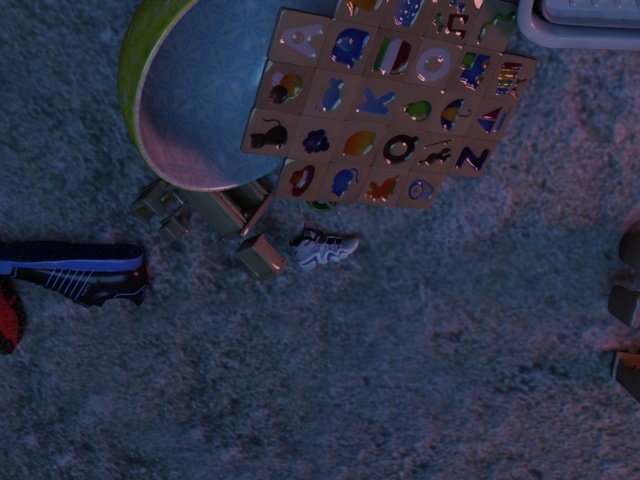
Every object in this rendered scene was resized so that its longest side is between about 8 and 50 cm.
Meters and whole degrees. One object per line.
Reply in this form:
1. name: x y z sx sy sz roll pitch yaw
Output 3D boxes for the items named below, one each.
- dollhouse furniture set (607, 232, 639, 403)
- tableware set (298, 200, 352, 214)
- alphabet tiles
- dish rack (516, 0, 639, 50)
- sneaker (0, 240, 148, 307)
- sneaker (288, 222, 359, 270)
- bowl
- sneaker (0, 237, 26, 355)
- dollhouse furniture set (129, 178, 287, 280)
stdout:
1. dollhouse furniture set: 0.506 0.111 1.003 0.212 0.161 0.242 9 99 2
2. tableware set: 0.031 -0.085 0.984 0.154 0.024 0.104 -5 120 11
3. alphabet tiles: 0.087 -0.162 0.852 0.343 0.011 0.285 3 126 -26
4. dish rack: 0.381 -0.320 0.726 0.333 0.072 0.285 2 146 4
5. sneaker: -0.376 0.056 1.086 0.232 0.081 0.090 2 114 4
6. sneaker: 0.000 0.000 1.030 0.098 0.038 0.069 -23 116 19
7. bowl: -0.118 -0.215 0.830 0.156 0.290 0.289 46 126 31
8. sneaker: -0.554 0.072 1.106 0.125 0.104 0.261 2 121 8
9. dollhouse furniture set: -0.143 -0.033 1.019 0.161 0.101 0.182 -18 120 45
